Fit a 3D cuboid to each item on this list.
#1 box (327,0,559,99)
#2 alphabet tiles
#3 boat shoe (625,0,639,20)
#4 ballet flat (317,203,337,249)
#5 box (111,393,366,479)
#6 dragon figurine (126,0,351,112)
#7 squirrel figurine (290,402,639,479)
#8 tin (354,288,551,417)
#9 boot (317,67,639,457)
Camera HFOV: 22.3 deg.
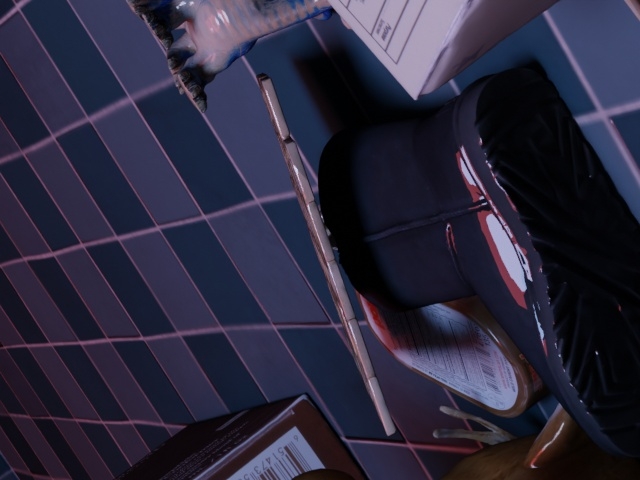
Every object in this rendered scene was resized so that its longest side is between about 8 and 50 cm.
[{"bbox_3d":[0.035,-0.214,0.792,0.232,0.127,0.148,49,156,10],"label":"box"},{"bbox_3d":[0.000,0.000,1.106,0.198,0.009,0.237,-117,8,-81],"label":"alphabet tiles"},{"bbox_3d":[0.223,-0.037,0.707,0.302,0.098,0.109,56,157,-12],"label":"boat shoe"},{"bbox_3d":[0.015,-0.009,1.219,0.041,0.041,0.114,60,156,-13],"label":"ballet flat"},{"bbox_3d":[-0.111,0.276,1.659,0.143,0.191,0.381,55,156,-2],"label":"box"},{"bbox_3d":[-0.048,-0.164,1.066,0.085,0.144,0.289,60,175,-18],"label":"dragon figurine"},{"bbox_3d":[0.059,0.253,1.026,0.397,0.370,0.281,-97,-16,-87],"label":"squirrel figurine"},{"bbox_3d":[0.093,0.063,1.178,0.189,0.040,0.106,25,139,49],"label":"tin"},{"bbox_3d":[0.107,0.023,1.015,0.246,0.094,0.207,63,152,-4],"label":"boot"}]
